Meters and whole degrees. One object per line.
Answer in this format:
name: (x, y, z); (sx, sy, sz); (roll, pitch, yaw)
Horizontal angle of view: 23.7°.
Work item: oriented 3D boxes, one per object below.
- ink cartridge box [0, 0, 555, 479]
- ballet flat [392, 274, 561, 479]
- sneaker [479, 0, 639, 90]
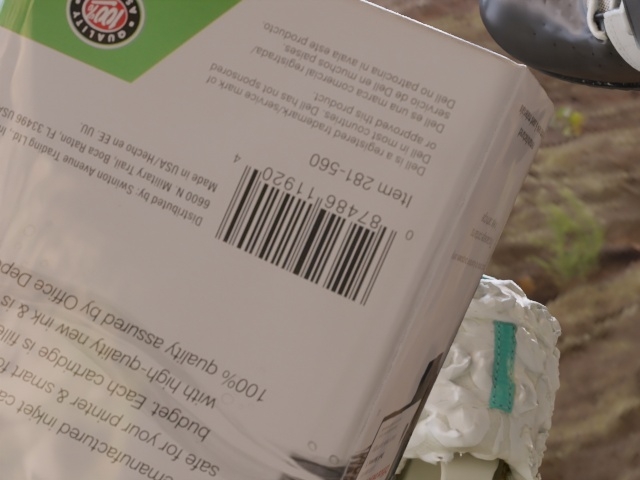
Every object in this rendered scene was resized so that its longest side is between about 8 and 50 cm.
ink cartridge box: (-0.045, 0.023, 0.480); (0.219, 0.160, 0.092); (-66, -16, 3)
ballet flat: (0.027, 0.194, 0.853); (0.147, 0.147, 0.409); (-22, -37, -37)
sneaker: (0.198, -0.138, 0.722); (0.146, 0.330, 0.122); (3, -91, -50)
